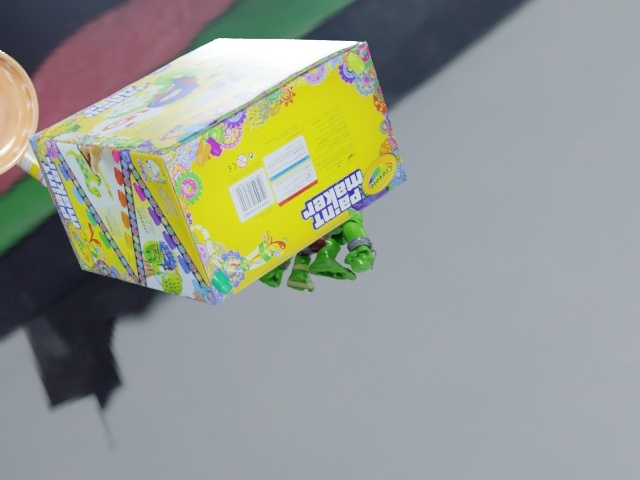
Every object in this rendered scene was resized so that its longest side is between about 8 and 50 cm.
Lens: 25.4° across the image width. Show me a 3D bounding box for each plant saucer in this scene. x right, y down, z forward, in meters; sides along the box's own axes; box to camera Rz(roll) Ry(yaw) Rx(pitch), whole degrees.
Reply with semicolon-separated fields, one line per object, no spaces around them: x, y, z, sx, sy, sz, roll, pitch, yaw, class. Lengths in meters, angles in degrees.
-0.507;-0.184;2.044;0.200;0.200;0.037;-19;23;-25;plant saucer

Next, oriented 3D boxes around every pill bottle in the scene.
-0.470;-0.128;2.333;0.043;0.083;0.043;-51;-9;-12;pill bottle

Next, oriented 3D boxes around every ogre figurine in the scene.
0.000;0.000;1.962;0.096;0.118;0.197;17;-21;-22;ogre figurine

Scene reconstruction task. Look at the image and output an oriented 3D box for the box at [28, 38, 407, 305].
-0.115;-0.092;1.585;0.290;0.177;0.279;-33;27;-31;box
